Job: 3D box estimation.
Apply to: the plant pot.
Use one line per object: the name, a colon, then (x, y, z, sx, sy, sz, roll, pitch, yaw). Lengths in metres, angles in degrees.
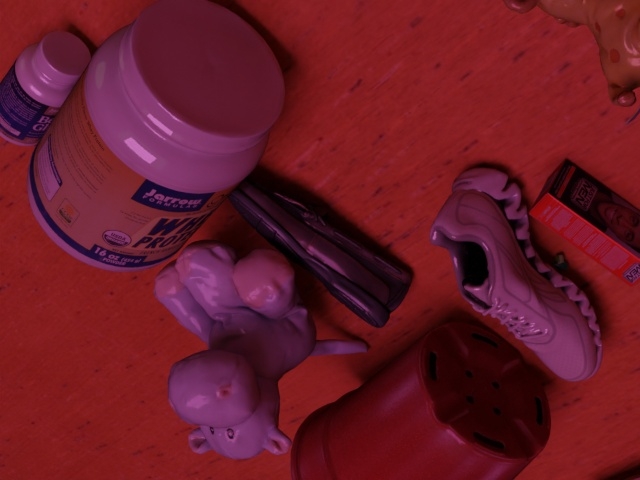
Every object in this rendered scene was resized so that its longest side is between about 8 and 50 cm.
plant pot: (0.141, 0.260, 1.559, 0.272, 0.272, 0.265, 38, 130, -1)

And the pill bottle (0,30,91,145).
pill bottle: (-0.369, -0.203, 1.589, 0.094, 0.094, 0.169, 44, 137, -8)

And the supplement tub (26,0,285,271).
supplement tub: (-0.201, -0.123, 1.452, 0.228, 0.228, 0.316, 42, 137, -5)

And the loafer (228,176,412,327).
loafer: (0.000, 0.000, 1.556, 0.267, 0.084, 0.096, 41, 168, 0)

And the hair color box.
hair color box: (0.308, -0.020, 1.328, 0.141, 0.072, 0.043, 36, 137, 0)

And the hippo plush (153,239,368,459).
hippo plush: (-0.125, 0.163, 1.581, 0.234, 0.236, 0.294, 2, 148, 31)

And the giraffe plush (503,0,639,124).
giraffe plush: (0.273, -0.236, 1.102, 0.170, 0.181, 0.210, 40, 121, 13)

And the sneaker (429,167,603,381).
sneaker: (0.224, 0.061, 1.406, 0.110, 0.118, 0.292, -21, 110, 47)

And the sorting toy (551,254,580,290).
sorting toy: (0.284, 0.049, 1.447, 0.062, 0.012, 0.083, 38, 141, 6)

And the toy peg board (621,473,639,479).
toy peg board: (0.460, 0.366, 1.578, 0.160, 0.079, 0.161, 56, 136, 2)
